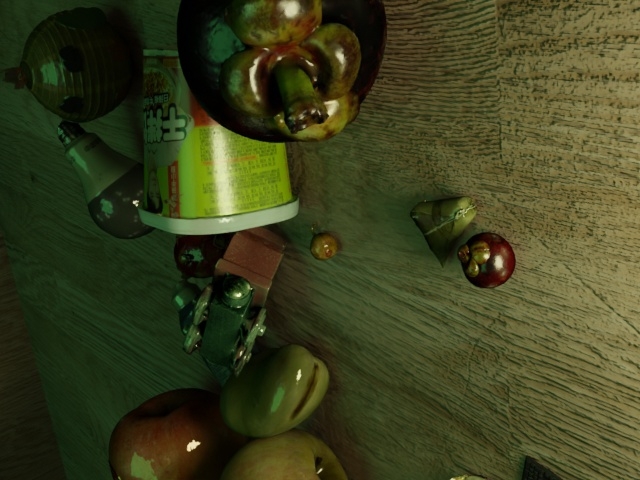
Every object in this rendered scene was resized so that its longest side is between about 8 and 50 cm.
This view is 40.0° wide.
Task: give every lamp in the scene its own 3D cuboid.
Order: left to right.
[{"bbox_3d":[-0.560,-0.385,1.944,0.250,0.284,0.250,33,131,48],"label":"lamp"},{"bbox_3d":[-0.491,-0.135,2.010,0.314,0.181,0.182,42,155,-22],"label":"lamp"}]

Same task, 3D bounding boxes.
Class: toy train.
[{"bbox_3d":[-0.168,0.124,1.739,0.150,0.221,0.304,24,145,-1],"label":"toy train"}]

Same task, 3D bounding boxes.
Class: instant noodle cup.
[{"bbox_3d":[-0.192,-0.192,1.563,0.294,0.294,0.307,16,114,51],"label":"instant noodle cup"}]

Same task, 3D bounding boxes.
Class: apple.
[{"bbox_3d":[-0.332,0.525,2.095,0.339,0.339,0.304,2,109,55],"label":"apple"},{"bbox_3d":[-0.075,0.511,1.767,0.234,0.257,0.256,-38,71,13],"label":"apple"}]

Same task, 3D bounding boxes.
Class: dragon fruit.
[{"bbox_3d":[-0.265,0.038,1.915,0.125,0.126,0.246,60,153,7],"label":"dragon fruit"}]

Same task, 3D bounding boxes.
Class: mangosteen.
[{"bbox_3d":[-0.058,-0.287,1.247,0.330,0.330,0.329,32,133,43],"label":"mangosteen"},{"bbox_3d":[0.231,0.030,1.228,0.081,0.081,0.080,32,133,43],"label":"mangosteen"}]

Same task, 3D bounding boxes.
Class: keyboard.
[{"bbox_3d":[0.375,0.392,1.290,0.198,0.010,0.063,30,130,44],"label":"keyboard"}]

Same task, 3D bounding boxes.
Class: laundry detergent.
[{"bbox_3d":[-0.228,0.213,1.940,0.289,0.094,0.143,53,145,5],"label":"laundry detergent"}]

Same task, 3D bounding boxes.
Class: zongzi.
[{"bbox_3d":[0.196,-0.009,1.289,0.104,0.052,0.113,-4,119,50],"label":"zongzi"}]

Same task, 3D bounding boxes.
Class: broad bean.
[{"bbox_3d":[-0.097,0.303,1.760,0.263,0.121,0.189,-25,48,42],"label":"broad bean"}]

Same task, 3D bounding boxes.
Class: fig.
[{"bbox_3d":[0.000,0.000,1.579,0.083,0.050,0.050,-119,29,-44],"label":"fig"}]

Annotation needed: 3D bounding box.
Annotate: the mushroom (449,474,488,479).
[{"bbox_3d":[0.280,0.541,1.457,0.100,0.081,0.312,0,104,52],"label":"mushroom"}]
